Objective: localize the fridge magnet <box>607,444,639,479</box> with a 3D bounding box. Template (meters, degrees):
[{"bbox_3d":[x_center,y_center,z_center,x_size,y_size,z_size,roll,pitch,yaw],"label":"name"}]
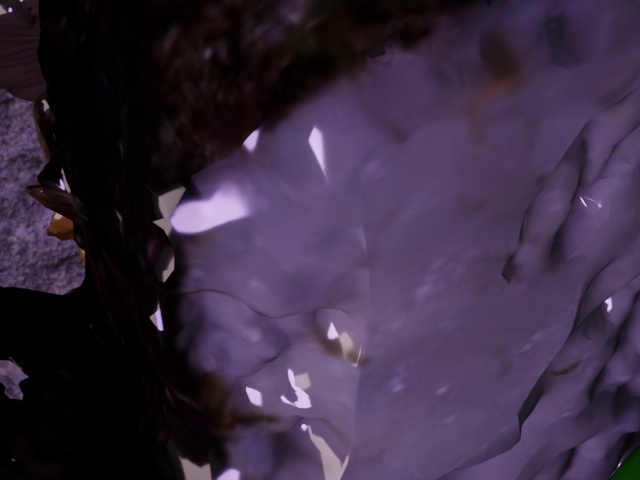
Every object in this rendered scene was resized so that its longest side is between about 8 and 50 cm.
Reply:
[{"bbox_3d":[0.120,0.131,0.463,0.208,0.088,0.208,-34,48,47],"label":"fridge magnet"}]

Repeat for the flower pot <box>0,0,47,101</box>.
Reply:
[{"bbox_3d":[-0.163,-0.188,0.944,0.302,0.213,0.302,61,169,20],"label":"flower pot"}]

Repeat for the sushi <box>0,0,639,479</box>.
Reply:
[{"bbox_3d":[0.000,0.000,0.556,0.207,0.234,0.349,57,163,32],"label":"sushi"}]
